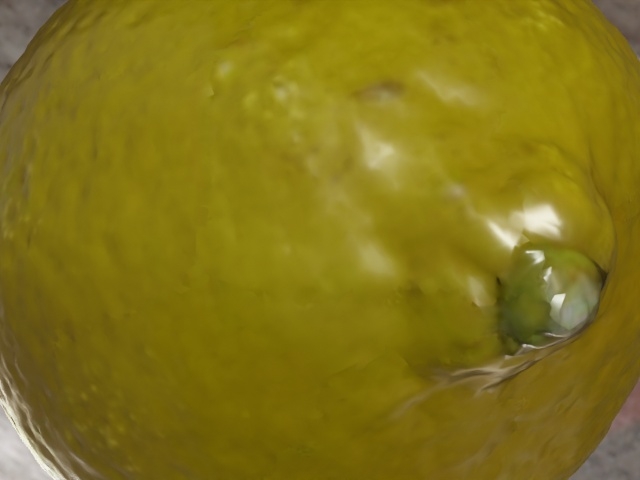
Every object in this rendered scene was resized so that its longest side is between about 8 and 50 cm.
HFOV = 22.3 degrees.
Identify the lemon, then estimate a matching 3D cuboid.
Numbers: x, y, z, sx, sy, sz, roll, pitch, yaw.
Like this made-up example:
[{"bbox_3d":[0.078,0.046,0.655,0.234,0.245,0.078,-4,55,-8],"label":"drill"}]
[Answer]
[{"bbox_3d":[0.000,0.000,0.431,0.187,0.187,0.244,40,165,-12],"label":"lemon"}]
